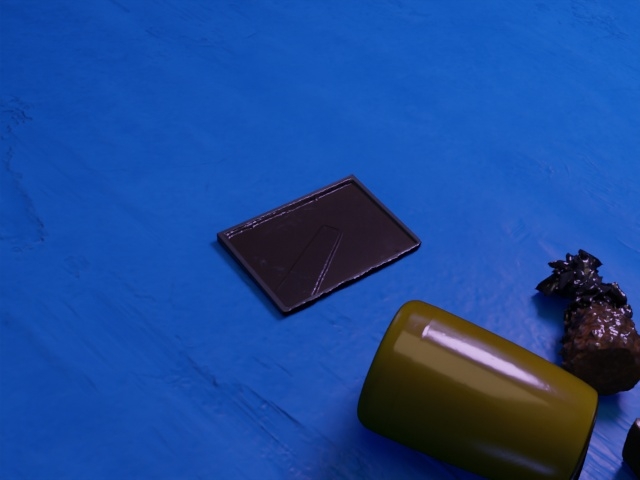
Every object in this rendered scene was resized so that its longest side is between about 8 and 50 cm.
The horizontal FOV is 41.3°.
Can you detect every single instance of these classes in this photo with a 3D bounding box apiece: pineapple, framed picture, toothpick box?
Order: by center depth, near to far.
[{"bbox_3d":[0.197,0.198,1.036,0.271,0.175,0.175,22,49,13],"label":"toothpick box"},{"bbox_3d":[0.377,0.102,1.191,0.119,0.111,0.237,31,33,-18],"label":"pineapple"},{"bbox_3d":[0.000,0.001,1.322,0.265,0.018,0.192,-25,52,-25],"label":"framed picture"}]

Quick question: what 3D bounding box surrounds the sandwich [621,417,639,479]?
[{"bbox_3d":[0.470,0.295,0.991,0.122,0.128,0.236,-23,50,-13],"label":"sandwich"}]
